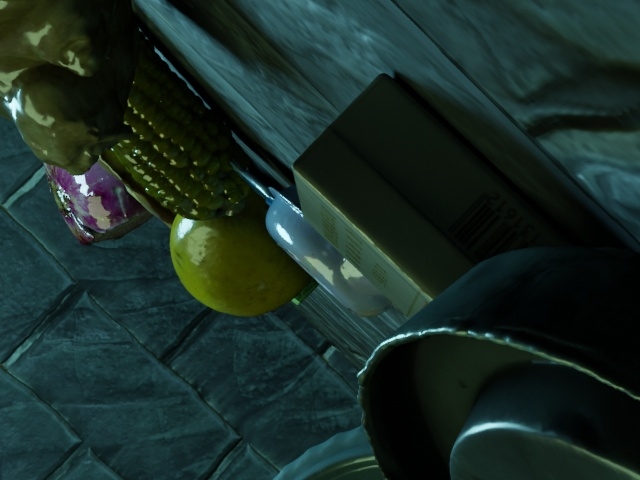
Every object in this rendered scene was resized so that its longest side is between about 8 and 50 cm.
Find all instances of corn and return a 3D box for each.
[{"bbox_3d":[-0.164,-0.129,1.129,0.320,0.097,0.097,49,173,-35],"label":"corn"}]

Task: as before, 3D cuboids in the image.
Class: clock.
[{"bbox_3d":[0.133,0.116,0.482,0.280,0.055,0.280,37,156,20],"label":"clock"}]

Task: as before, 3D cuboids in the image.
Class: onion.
[{"bbox_3d":[-0.260,-0.096,1.739,0.200,0.200,0.207,44,-172,-2],"label":"onion"}]

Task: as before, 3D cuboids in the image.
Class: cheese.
[{"bbox_3d":[0.000,0.000,1.067,0.135,0.052,0.244,46,176,-23],"label":"cheese"}]

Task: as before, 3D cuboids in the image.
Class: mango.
[{"bbox_3d":[-0.074,0.002,1.336,0.195,0.137,0.098,85,177,-59],"label":"mango"}]

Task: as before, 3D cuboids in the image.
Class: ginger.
[{"bbox_3d":[-0.171,-0.143,0.826,0.219,0.123,0.270,66,172,-9],"label":"ginger"}]

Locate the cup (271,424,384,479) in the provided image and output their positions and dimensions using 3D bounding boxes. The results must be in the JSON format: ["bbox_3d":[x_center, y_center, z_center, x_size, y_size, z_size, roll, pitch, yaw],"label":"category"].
[{"bbox_3d":[0.130,0.268,0.760,0.331,0.257,0.311,31,179,45],"label":"cup"}]

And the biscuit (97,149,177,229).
[{"bbox_3d":[-0.207,-0.129,1.413,0.296,0.102,0.296,45,179,1],"label":"biscuit"}]

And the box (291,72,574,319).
[{"bbox_3d":[0.078,0.026,0.620,0.201,0.058,0.141,43,175,5],"label":"box"}]

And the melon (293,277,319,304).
[{"bbox_3d":[-0.071,0.011,1.708,0.209,0.064,0.118,38,172,32],"label":"melon"}]

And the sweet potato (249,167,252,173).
[{"bbox_3d":[-0.108,-0.089,1.282,0.044,0.044,0.179,39,173,45],"label":"sweet potato"}]
